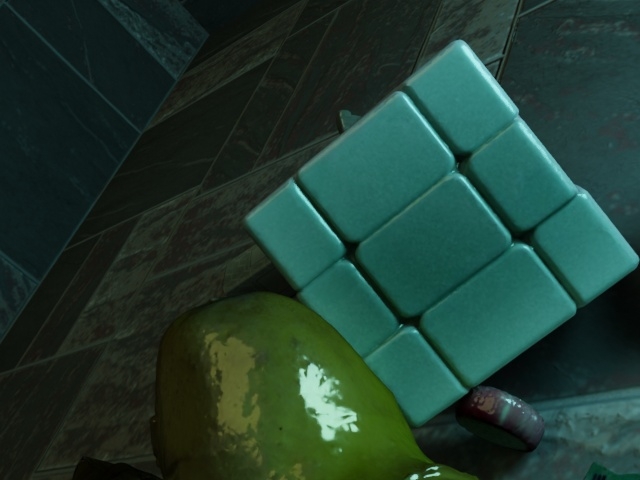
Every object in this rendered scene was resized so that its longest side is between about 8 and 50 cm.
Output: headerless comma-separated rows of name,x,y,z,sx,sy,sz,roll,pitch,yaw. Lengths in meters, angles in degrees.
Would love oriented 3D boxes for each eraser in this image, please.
eraser,0.000,0.000,1.565,0.403,0.098,0.096,-33,32,25

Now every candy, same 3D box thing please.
candy,0.202,0.202,0.968,0.103,0.103,0.043,-3,53,54

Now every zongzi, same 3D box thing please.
zongzi,-0.359,0.478,1.382,0.221,0.112,0.242,-9,51,49

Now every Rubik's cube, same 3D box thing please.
Rubik's cube,0.139,-0.024,1.057,0.322,0.316,0.319,-40,5,12

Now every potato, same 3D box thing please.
potato,-0.027,0.193,0.837,0.289,0.296,0.397,-15,1,-29

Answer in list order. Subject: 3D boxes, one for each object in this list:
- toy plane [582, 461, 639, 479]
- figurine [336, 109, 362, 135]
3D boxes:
toy plane,0.184,0.367,0.767,0.382,0.106,0.155,-53,15,-5
figurine,0.167,-0.127,1.374,0.308,0.143,0.309,-1,33,1
